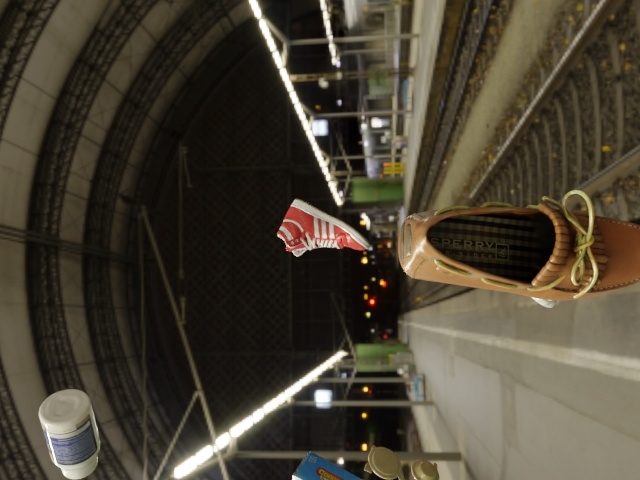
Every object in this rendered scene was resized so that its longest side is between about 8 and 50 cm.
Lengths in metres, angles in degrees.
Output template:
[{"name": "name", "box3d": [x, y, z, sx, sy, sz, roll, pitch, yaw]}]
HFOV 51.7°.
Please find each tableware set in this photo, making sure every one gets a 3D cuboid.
[{"name": "tableware set", "box3d": [0.154, 0.431, 1.147, 0.141, 0.168, 0.020, -88, 18, -53]}]

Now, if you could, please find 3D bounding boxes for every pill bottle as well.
[{"name": "pill bottle", "box3d": [-0.341, 0.269, 0.907, 0.067, 0.067, 0.120, -82, -5, -58]}]

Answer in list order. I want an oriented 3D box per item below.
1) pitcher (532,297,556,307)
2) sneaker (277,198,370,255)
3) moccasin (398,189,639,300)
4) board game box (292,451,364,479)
[{"name": "pitcher", "box3d": [0.535, 0.099, 1.786, 0.178, 0.207, 0.126, -77, 13, -67]}, {"name": "sneaker", "box3d": [0.000, 0.000, 0.842, 0.067, 0.118, 0.042, -58, -22, -11]}, {"name": "moccasin", "box3d": [0.302, 0.005, 0.912, 0.147, 0.379, 0.139, 150, 129, -77]}, {"name": "board game box", "box3d": [0.062, 0.707, 1.619, 0.086, 0.308, 0.302, -46, -25, -50]}]
